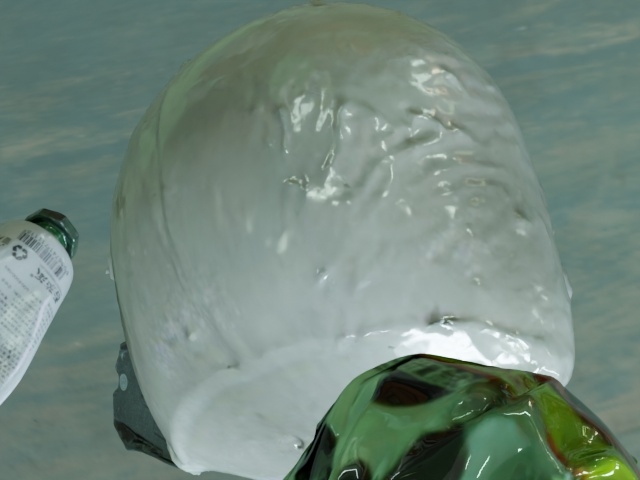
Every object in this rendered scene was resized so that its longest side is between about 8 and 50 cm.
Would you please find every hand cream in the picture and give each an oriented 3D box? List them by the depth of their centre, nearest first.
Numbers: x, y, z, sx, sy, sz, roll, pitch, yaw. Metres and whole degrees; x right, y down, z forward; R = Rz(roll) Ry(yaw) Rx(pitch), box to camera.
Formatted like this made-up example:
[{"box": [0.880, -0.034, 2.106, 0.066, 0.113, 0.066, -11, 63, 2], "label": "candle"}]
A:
[{"box": [-0.284, 0.083, 1.383, 0.121, 0.076, 0.336, 47, 37, -12], "label": "hand cream"}]

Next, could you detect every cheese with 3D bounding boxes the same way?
[{"box": [0.000, 0.000, 0.733, 0.154, 0.198, 0.189, 11, 68, -45], "label": "cheese"}]

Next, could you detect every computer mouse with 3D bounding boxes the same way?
[{"box": [-0.145, 0.163, 1.839, 0.071, 0.231, 0.126, 5, 92, -33], "label": "computer mouse"}]

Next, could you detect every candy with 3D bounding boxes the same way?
[{"box": [-0.043, 0.111, 0.370, 0.305, 0.083, 0.091, -26, 70, -35], "label": "candy"}]
